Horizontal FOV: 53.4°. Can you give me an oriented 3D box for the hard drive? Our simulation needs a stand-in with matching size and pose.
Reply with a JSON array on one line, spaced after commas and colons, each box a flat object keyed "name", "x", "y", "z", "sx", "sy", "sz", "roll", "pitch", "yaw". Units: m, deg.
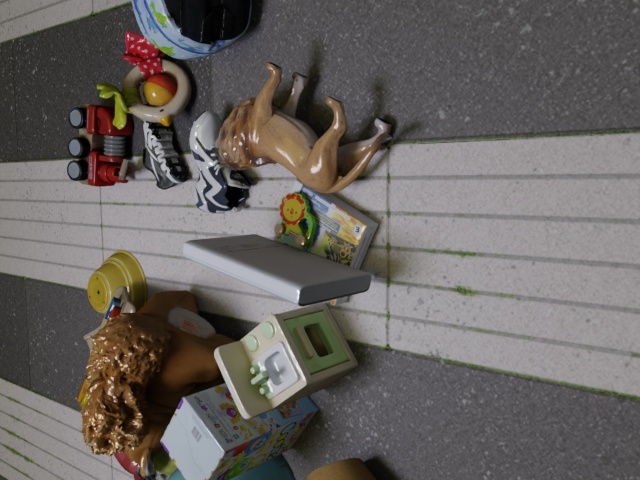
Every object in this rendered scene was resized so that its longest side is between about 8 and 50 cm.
[{"name": "hard drive", "x": -0.086, "y": 0.047, "z": 1.213, "sx": 0.308, "sy": 0.203, "sz": 0.040, "roll": 19, "pitch": 106, "yaw": 38}]

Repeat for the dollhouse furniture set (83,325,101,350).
[{"name": "dollhouse furniture set", "x": -0.509, "y": 0.275, "z": 1.724, "sx": 0.184, "sy": 0.129, "sz": 0.129, "roll": -31, "pitch": 73, "yaw": 12}]

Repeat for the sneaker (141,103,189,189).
[{"name": "sneaker", "x": -0.414, "y": -0.230, "z": 1.601, "sx": 0.106, "sy": 0.078, "sz": 0.234, "roll": -31, "pitch": 77, "yaw": 35}]

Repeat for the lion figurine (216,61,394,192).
[{"name": "lion figurine", "x": -0.047, "y": -0.190, "z": 1.253, "sx": 0.392, "sy": 0.142, "sz": 0.240, "roll": 37, "pitch": 111, "yaw": 34}]

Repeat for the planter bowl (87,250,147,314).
[{"name": "planter bowl", "x": -0.585, "y": 0.139, "z": 1.775, "sx": 0.217, "sy": 0.090, "sz": 0.217, "roll": 5, "pitch": 98, "yaw": 40}]

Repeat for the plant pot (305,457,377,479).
[{"name": "plant pot", "x": 0.066, "y": 0.558, "z": 1.211, "sx": 0.237, "sy": 0.237, "sz": 0.254, "roll": -43, "pitch": 52, "yaw": 34}]

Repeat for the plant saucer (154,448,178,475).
[{"name": "plant saucer", "x": -0.414, "y": 0.504, "z": 1.705, "sx": 0.241, "sy": 0.037, "sz": 0.240, "roll": 6, "pitch": 99, "yaw": 39}]

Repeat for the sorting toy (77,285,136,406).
[{"name": "sorting toy", "x": -0.543, "y": 0.272, "z": 1.576, "sx": 0.229, "sy": 0.041, "sz": 0.307, "roll": 20, "pitch": 87, "yaw": 65}]

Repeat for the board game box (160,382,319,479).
[{"name": "board game box", "x": -0.163, "y": 0.384, "z": 1.326, "sx": 0.144, "sy": 0.275, "sz": 0.142, "roll": 45, "pitch": 121, "yaw": 27}]

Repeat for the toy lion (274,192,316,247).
[{"name": "toy lion", "x": -0.047, "y": -0.046, "z": 1.287, "sx": 0.100, "sy": 0.034, "sz": 0.096, "roll": 29, "pitch": 104, "yaw": 34}]

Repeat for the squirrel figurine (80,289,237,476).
[{"name": "squirrel figurine", "x": -0.402, "y": 0.342, "z": 1.441, "sx": 0.281, "sy": 0.397, "sz": 0.370, "roll": 35, "pitch": 104, "yaw": 24}]

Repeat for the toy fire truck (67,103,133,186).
[{"name": "toy fire truck", "x": -0.554, "y": -0.243, "z": 1.685, "sx": 0.247, "sy": 0.159, "sz": 0.216, "roll": 12, "pitch": 102, "yaw": 27}]

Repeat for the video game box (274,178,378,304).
[{"name": "video game box", "x": 0.000, "y": 0.000, "z": 1.301, "sx": 0.205, "sy": 0.048, "sz": 0.187, "roll": 35, "pitch": 118, "yaw": 32}]

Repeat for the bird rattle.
[{"name": "bird rattle", "x": -0.411, "y": -0.374, "z": 1.545, "sx": 0.207, "sy": 0.253, "sz": 0.143, "roll": 25, "pitch": 154, "yaw": 5}]

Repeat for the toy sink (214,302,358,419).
[{"name": "toy sink", "x": -0.062, "y": 0.229, "z": 1.254, "sx": 0.131, "sy": 0.234, "sz": 0.152, "roll": -42, "pitch": 68, "yaw": 35}]

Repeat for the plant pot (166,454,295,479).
[{"name": "plant pot", "x": -0.230, "y": 0.606, "z": 1.433, "sx": 0.293, "sy": 0.235, "sz": 0.292, "roll": 4, "pitch": 97, "yaw": 40}]

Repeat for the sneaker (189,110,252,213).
[{"name": "sneaker", "x": -0.213, "y": -0.168, "z": 1.431, "sx": 0.153, "sy": 0.094, "sz": 0.234, "roll": 15, "pitch": 104, "yaw": 37}]

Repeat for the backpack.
[{"name": "backpack", "x": -0.278, "y": -0.568, "z": 1.347, "sx": 0.273, "sy": 0.290, "sz": 0.355, "roll": -20, "pitch": 88, "yaw": 48}]

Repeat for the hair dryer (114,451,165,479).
[{"name": "hair dryer", "x": -0.501, "y": 0.630, "z": 1.721, "sx": 0.293, "sy": 0.080, "sz": 0.223, "roll": 57, "pitch": 137, "yaw": 12}]
